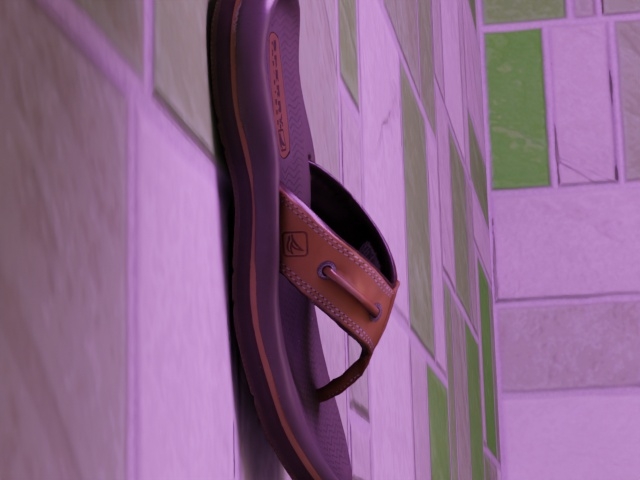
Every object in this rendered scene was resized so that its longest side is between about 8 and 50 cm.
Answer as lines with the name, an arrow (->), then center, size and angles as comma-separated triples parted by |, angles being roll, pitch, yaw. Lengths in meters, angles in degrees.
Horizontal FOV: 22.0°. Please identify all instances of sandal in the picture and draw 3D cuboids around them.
sandal -> 0.000, 0.000, 0.652 | 0.090, 0.060, 0.219 | -39, 125, -78
